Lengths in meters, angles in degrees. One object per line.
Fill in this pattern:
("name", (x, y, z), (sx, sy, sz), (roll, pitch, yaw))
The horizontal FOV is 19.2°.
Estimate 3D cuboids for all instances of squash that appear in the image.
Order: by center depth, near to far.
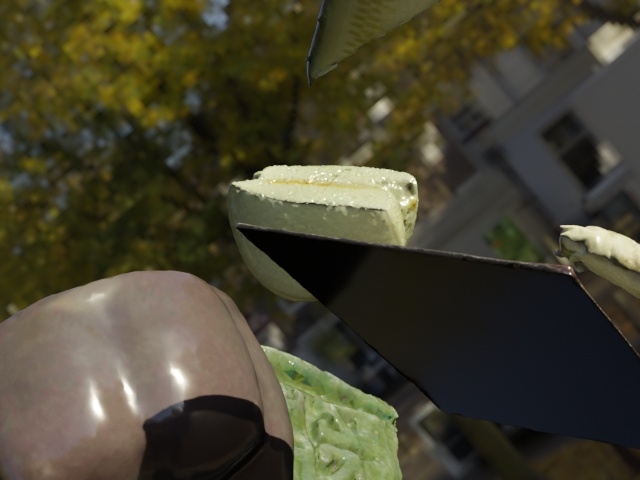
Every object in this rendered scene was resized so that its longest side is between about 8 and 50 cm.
("squash", (0.092, -0.246, 1.871), (0.252, 0.169, 0.093), (107, 178, -46))

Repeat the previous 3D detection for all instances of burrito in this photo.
("burrito", (0.259, 0.032, 1.420), (0.041, 0.185, 0.045), (-52, -26, -17))

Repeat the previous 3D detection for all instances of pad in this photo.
("pad", (0.101, 0.063, 1.080), (0.300, 0.202, 0.005), (43, -119, -53))

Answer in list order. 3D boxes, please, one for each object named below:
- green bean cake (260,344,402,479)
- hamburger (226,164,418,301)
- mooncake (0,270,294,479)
("green bean cake", (-0.047, 0.205, 1.675), (0.132, 0.241, 0.255), (-58, 20, 34))
("hamburger", (0.001, -0.001, 1.214), (0.054, 0.121, 0.084), (-74, -13, -56))
("mooncake", (-0.132, 0.138, 1.194), (0.245, 0.133, 0.245), (-18, -36, -14))
